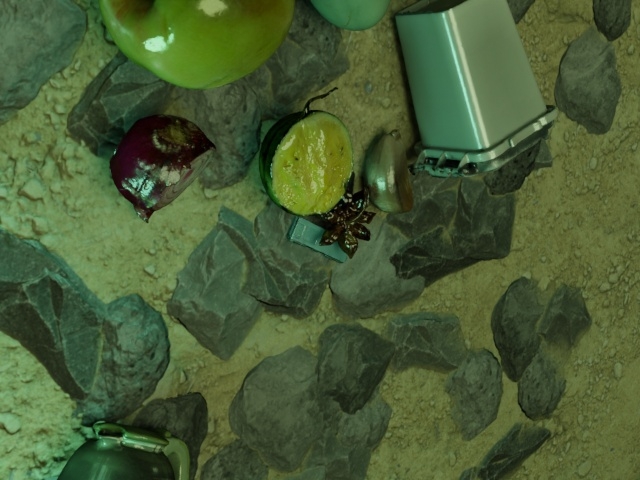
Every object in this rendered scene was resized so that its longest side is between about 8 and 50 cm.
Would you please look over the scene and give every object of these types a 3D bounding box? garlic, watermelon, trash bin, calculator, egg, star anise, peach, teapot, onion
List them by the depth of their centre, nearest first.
[{"bbox_3d":[-0.196,-0.405,1.637,0.316,0.282,0.314,19,86,-49],"label":"peach"},{"bbox_3d":[-0.297,-0.122,1.744,0.140,0.218,0.195,36,42,-4],"label":"onion"},{"bbox_3d":[-0.338,0.465,1.830,0.322,0.239,0.239,22,76,-36],"label":"teapot"},{"bbox_3d":[0.049,-0.504,1.872,0.168,0.168,0.231,-46,131,-19],"label":"egg"},{"bbox_3d":[-0.041,-0.164,1.933,0.204,0.127,0.232,-33,124,-27],"label":"watermelon"},{"bbox_3d":[0.053,-0.042,2.080,0.168,0.057,0.167,-11,112,-30],"label":"star anise"},{"bbox_3d":[0.000,0.000,2.089,0.172,0.018,0.057,24,89,-41],"label":"calculator"},{"bbox_3d":[0.301,-0.337,2.090,0.296,0.256,0.367,-32,116,-25],"label":"trash bin"},{"bbox_3d":[0.143,-0.135,2.124,0.101,0.087,0.195,-33,120,-43],"label":"garlic"}]
